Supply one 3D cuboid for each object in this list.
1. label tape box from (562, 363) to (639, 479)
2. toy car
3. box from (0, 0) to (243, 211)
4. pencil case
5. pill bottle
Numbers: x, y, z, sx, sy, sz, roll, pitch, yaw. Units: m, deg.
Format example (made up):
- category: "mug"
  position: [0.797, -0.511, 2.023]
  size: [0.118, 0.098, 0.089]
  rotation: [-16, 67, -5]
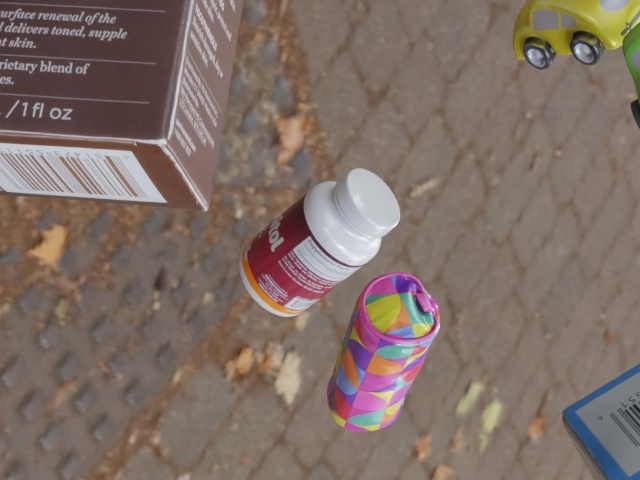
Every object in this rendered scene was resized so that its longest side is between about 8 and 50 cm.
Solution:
- category: "label tape box"
  position: [0.339, 0.189, 0.927]
  size: [0.240, 0.106, 0.334]
  rotation: [-32, 119, 0]
- category: "toy car"
  position: [0.209, -0.138, 0.818]
  size: [0.053, 0.239, 0.225]
  rotation: [54, 28, -25]
- category: "box"
  position: [-0.154, -0.224, 1.028]
  size: [0.143, 0.191, 0.381]
  rotation: [67, 28, -68]
- category: "pencil case"
  position: [0.071, 0.133, 1.615]
  size: [0.104, 0.104, 0.236]
  rotation: [-49, 167, -31]
- category: "pill bottle"
  position: [0.000, 0.000, 1.294]
  size: [0.152, 0.086, 0.086]
  rotation: [-39, 167, 35]
